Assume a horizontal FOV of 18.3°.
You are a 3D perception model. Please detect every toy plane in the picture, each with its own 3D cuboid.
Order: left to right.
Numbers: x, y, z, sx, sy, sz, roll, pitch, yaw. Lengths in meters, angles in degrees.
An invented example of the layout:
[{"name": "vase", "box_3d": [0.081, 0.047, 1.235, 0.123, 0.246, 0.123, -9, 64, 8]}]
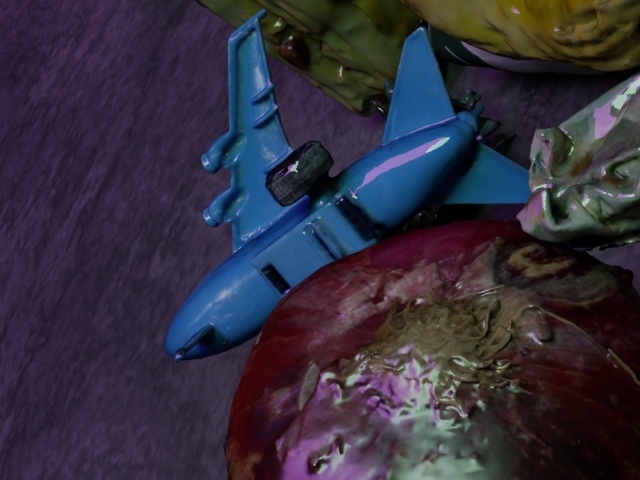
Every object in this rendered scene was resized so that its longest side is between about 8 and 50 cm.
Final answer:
[{"name": "toy plane", "box_3d": [0.000, 0.000, 1.182, 0.271, 0.254, 0.105, -38, 4, 22]}]

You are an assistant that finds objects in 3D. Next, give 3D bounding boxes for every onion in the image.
[{"name": "onion", "box_3d": [0.075, 0.109, 1.038, 0.246, 0.190, 0.246, -13, 50, 16]}]

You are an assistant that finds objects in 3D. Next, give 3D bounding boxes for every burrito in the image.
[{"name": "burrito", "box_3d": [0.231, -0.088, 0.973, 0.309, 0.066, 0.096, -33, 27, 17]}]

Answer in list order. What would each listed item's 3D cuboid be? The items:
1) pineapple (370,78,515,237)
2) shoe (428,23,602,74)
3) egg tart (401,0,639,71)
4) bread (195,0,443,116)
[{"name": "pineapple", "box_3d": [0.032, -0.003, 1.270, 0.221, 0.103, 0.083, -57, 31, 13]}, {"name": "shoe", "box_3d": [0.151, -0.272, 1.268, 0.160, 0.132, 0.363, -5, 71, 54]}, {"name": "egg tart", "box_3d": [0.106, -0.273, 1.043, 0.169, 0.388, 0.388, -29, 18, -28]}, {"name": "bread", "box_3d": [0.002, -0.285, 1.369, 0.167, 0.277, 0.324, -25, 44, 40]}]
